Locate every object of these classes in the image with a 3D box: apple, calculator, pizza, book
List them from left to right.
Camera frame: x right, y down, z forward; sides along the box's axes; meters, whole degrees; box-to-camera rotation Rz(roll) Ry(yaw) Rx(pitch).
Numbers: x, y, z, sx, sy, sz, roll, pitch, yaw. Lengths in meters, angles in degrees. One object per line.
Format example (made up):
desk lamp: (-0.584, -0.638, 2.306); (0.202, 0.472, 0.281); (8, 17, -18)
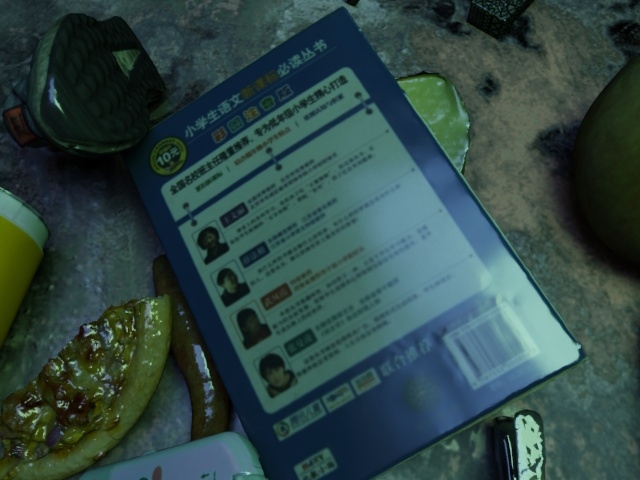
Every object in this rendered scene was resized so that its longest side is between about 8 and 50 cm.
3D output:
pizza: (-0.236, 0.152, 0.562); (0.246, 0.058, 0.127); (-36, 75, -1)
calculator: (-0.144, 0.255, 0.491); (0.246, 0.045, 0.141); (-22, 52, 24)
book: (0.000, 0.000, 0.557); (0.300, 0.039, 0.428); (-30, 70, 5)
apple: (0.406, -0.094, 0.586); (0.256, 0.234, 0.257); (1, 67, -2)

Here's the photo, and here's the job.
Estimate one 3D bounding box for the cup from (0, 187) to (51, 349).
cup: (-0.398, 0.079, 0.563); (0.196, 0.196, 0.280); (12, 58, 7)

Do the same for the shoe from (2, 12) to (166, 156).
shoe: (-0.287, -0.156, 0.631); (0.171, 0.132, 0.336); (-27, 26, 6)

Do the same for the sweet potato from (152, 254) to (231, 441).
sweet potato: (-0.132, 0.119, 0.600); (0.078, 0.058, 0.255); (-21, 68, 10)

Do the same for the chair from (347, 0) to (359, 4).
chair: (0.007, -0.662, 0.797); (0.361, 0.365, 0.410); (28, 65, 14)

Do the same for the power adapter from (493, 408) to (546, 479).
power adapter: (0.174, 0.253, 0.490); (0.125, 0.130, 0.205); (4, 65, 4)

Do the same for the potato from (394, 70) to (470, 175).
potato: (0.037, -0.070, 0.644); (0.271, 0.111, 0.160); (-19, 73, 8)

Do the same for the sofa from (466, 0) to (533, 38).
sofa: (0.266, -0.347, 0.809); (0.060, 0.039, 0.118); (38, 72, 17)
